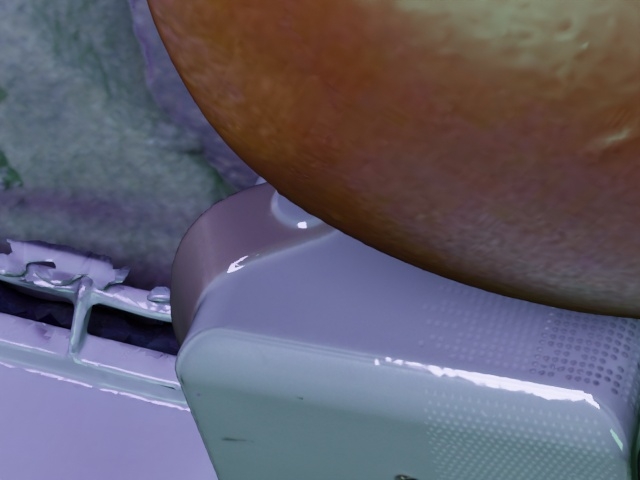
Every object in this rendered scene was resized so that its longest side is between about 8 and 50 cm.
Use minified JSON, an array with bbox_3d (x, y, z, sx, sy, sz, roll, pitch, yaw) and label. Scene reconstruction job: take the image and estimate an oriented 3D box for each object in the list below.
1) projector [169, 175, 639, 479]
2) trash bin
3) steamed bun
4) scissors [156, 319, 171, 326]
[{"bbox_3d":[0.054,0.039,0.868,0.242,0.177,0.163,7,142,19],"label":"projector"},{"bbox_3d":[-0.168,0.212,0.999,0.255,0.368,0.296,15,141,5],"label":"trash bin"},{"bbox_3d":[0.098,-0.112,0.700,0.379,0.235,0.248,23,134,-19],"label":"steamed bun"},{"bbox_3d":[0.000,0.000,1.010,0.109,0.022,0.300,19,138,-16],"label":"scissors"}]
